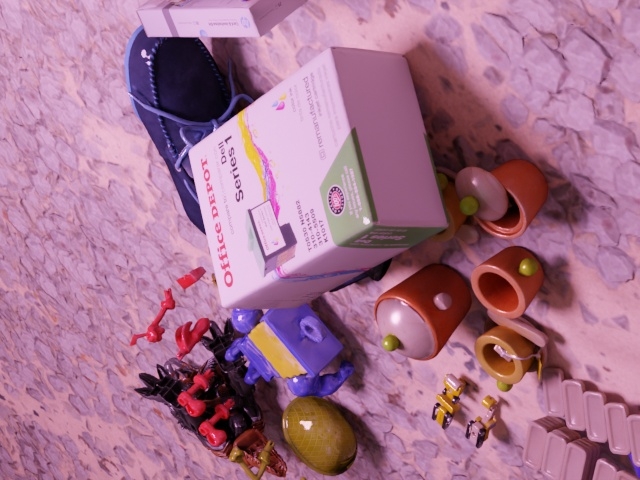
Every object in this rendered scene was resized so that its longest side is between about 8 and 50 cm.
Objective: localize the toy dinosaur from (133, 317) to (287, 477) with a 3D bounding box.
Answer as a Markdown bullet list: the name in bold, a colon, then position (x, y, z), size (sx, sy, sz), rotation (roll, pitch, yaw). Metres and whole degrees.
- **toy dinosaur**: position (-0.141, 0.247, 2.091), size (0.322, 0.164, 0.218), rotation (12, 141, 36)

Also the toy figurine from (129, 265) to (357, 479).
- **toy figurine**: position (-0.051, 0.176, 1.881), size (0.362, 0.191, 0.217), rotation (51, 141, -5)

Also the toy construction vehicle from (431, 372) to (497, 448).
- **toy construction vehicle**: position (0.184, 0.212, 1.779), size (0.086, 0.035, 0.098), rotation (40, 144, 33)

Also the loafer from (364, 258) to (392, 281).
- **loafer**: position (0.063, -0.034, 1.615), size (0.061, 0.062, 0.170), rotation (21, 118, 12)

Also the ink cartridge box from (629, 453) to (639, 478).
- **ink cartridge box**: position (0.434, 0.308, 1.539), size (0.206, 0.045, 0.208), rotation (-28, 88, 56)

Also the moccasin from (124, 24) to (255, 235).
- **moccasin**: position (-0.130, -0.126, 1.730), size (0.117, 0.137, 0.342), rotation (38, 160, 41)

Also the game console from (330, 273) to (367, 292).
- **game console**: position (0.000, 0.000, 1.722), size (0.144, 0.085, 0.124), rotation (-28, 80, 56)

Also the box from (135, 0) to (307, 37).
- **box**: position (-0.087, -0.268, 1.513), size (0.186, 0.145, 0.038), rotation (7, 130, 45)

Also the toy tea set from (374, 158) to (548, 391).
- **toy tea set**: position (0.149, 0.041, 1.562), size (0.200, 0.124, 0.336), rotation (27, 140, 30)

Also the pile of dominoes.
- **pile of dominoes**: position (0.340, 0.270, 1.605), size (0.251, 0.040, 0.196), rotation (28, 120, 42)

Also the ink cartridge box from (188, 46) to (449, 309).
- **ink cartridge box**: position (-0.010, -0.060, 1.547), size (0.278, 0.117, 0.201), rotation (-30, 68, 46)
